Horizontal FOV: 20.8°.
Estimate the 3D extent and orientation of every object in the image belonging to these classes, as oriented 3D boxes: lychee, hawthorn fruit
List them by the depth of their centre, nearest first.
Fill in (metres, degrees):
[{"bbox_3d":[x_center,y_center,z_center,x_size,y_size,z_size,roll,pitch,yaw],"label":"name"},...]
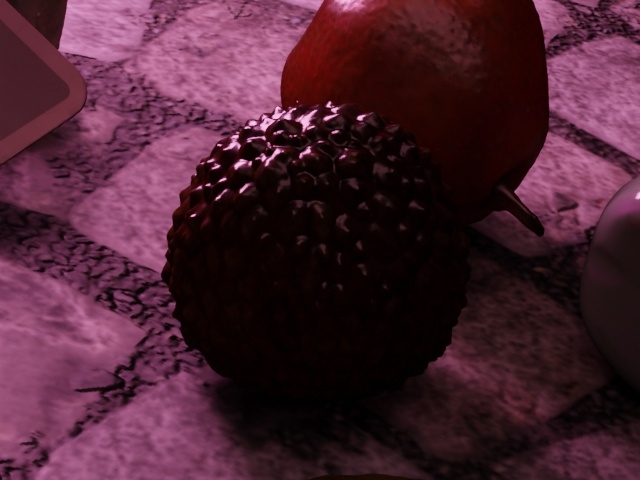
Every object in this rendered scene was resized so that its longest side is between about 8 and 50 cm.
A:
[{"bbox_3d":[0.000,0.000,1.039,0.188,0.188,0.188,10,33,-7],"label":"lychee"},{"bbox_3d":[0.085,-0.086,1.209,0.197,0.196,0.225,-14,58,-37],"label":"hawthorn fruit"}]

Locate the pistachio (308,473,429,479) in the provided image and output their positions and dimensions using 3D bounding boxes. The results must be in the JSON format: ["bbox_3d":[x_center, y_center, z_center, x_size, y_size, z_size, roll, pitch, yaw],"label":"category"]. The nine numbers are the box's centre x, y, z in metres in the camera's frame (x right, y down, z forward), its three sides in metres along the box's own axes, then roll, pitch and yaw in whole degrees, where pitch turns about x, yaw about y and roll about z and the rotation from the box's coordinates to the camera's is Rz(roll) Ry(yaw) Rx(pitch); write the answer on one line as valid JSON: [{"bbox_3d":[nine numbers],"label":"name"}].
[{"bbox_3d":[0.073,0.163,0.935,0.173,0.049,0.089,6,11,-9],"label":"pistachio"}]

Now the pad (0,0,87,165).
[{"bbox_3d":[-0.292,-0.091,1.124,0.176,0.002,0.266,44,53,9],"label":"pad"}]

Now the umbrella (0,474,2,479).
[{"bbox_3d":[-0.202,0.180,0.795,0.066,0.059,0.235,34,35,-2],"label":"umbrella"}]

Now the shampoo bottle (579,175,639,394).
[{"bbox_3d":[0.349,0.009,1.184,0.350,0.151,0.222,-18,39,-39],"label":"shampoo bottle"}]

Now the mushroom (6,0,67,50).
[{"bbox_3d":[-0.275,-0.144,1.230,0.247,0.096,0.108,-21,79,-37],"label":"mushroom"}]
